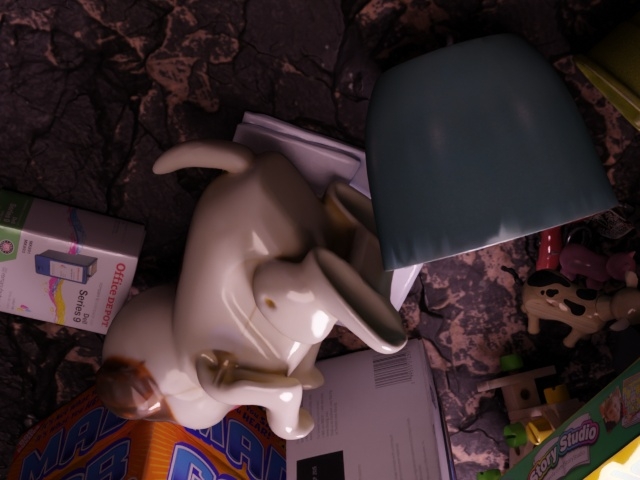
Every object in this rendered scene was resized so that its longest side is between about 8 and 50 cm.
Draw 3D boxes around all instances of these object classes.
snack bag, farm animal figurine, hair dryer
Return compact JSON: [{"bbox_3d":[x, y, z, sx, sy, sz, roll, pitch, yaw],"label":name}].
[{"bbox_3d":[0.000,0.000,1.464,0.343,0.037,0.323,17,123,-12],"label":"snack bag"},{"bbox_3d":[0.451,0.080,1.291,0.330,0.326,0.172,-25,151,-16],"label":"farm animal figurine"},{"bbox_3d":[0.332,-0.006,1.435,0.294,0.080,0.223,29,119,-19],"label":"hair dryer"}]

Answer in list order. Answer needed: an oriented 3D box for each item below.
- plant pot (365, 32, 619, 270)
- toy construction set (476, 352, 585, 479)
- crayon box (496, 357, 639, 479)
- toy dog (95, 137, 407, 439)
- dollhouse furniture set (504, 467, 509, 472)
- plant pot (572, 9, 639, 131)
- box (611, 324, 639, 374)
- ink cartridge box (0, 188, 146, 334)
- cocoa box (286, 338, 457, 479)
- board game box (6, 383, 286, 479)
[{"bbox_3d":[0.185,-0.114,1.237,0.293,0.293,0.235,-17,90,11],"label":"plant pot"},{"bbox_3d":[0.377,0.265,1.525,0.309,0.237,0.257,-14,162,8],"label":"toy construction set"},{"bbox_3d":[0.435,0.304,1.250,0.313,0.106,0.363,17,136,-15],"label":"crayon box"},{"bbox_3d":[-0.126,0.101,1.347,0.395,0.284,0.408,36,119,-21],"label":"toy dog"},{"bbox_3d":[0.393,0.517,1.799,0.212,0.160,0.242,-7,147,5],"label":"dollhouse furniture set"},{"bbox_3d":[0.549,-0.212,1.157,0.366,0.366,0.353,38,106,-24],"label":"plant pot"},{"bbox_3d":[0.575,0.183,1.429,0.184,0.261,0.103,-19,129,-26],"label":"box"},{"bbox_3d":[-0.372,0.034,1.451,0.213,0.093,0.154,14,123,-12],"label":"ink cartridge box"},{"bbox_3d":[0.085,0.362,1.530,0.232,0.347,0.227,-14,124,9],"label":"cocoa box"},{"bbox_3d":[-0.257,0.445,1.580,0.356,0.356,0.356,-34,119,21],"label":"board game box"}]
